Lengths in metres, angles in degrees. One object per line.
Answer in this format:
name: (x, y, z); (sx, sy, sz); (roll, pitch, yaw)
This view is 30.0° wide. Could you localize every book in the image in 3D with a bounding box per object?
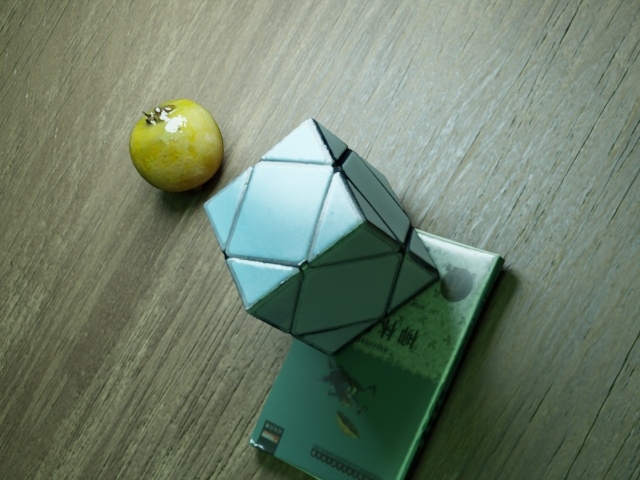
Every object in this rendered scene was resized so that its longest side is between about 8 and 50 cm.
book: (0.072, 0.158, 1.653); (0.264, 0.031, 0.379); (19, 82, 38)

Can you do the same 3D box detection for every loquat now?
loquat: (-0.228, -0.151, 1.896); (0.163, 0.163, 0.137); (-6, 38, 30)

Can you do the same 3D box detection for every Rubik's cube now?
Rubik's cube: (0.000, 0.000, 1.619); (0.205, 0.207, 0.205); (-37, 53, 14)
